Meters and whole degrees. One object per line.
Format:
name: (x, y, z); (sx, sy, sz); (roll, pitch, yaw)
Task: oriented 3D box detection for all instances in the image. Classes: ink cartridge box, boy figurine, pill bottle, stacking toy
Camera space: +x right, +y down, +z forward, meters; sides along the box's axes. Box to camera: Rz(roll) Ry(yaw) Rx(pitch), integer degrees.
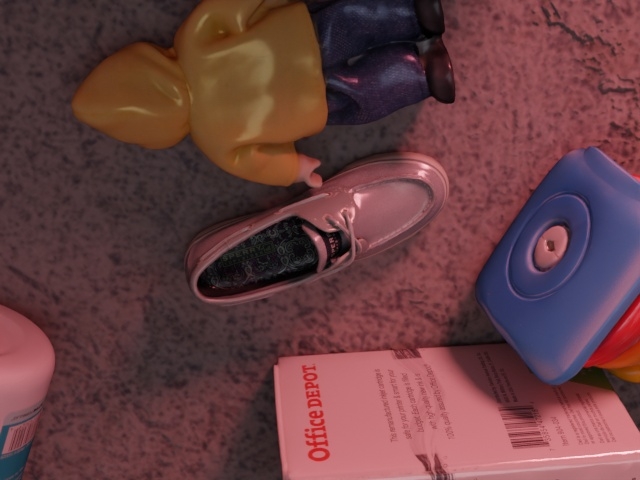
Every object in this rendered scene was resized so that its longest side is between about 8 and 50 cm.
ink cartridge box: (0.103, 0.177, 1.063); (0.273, 0.198, 0.114); (-4, 112, -3)
boy figurine: (-0.043, -0.118, 0.998); (0.285, 0.092, 0.177); (-14, 111, 1)
pill bottle: (-0.316, 0.185, 1.060); (0.146, 0.146, 0.264); (17, 108, -11)
stacking toy: (0.295, 0.065, 1.077); (0.302, 0.175, 0.165); (28, 105, -26)

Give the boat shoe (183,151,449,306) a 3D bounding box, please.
boat shoe: (-0.001, -0.001, 1.050); (0.228, 0.081, 0.079); (-21, 111, 4)
